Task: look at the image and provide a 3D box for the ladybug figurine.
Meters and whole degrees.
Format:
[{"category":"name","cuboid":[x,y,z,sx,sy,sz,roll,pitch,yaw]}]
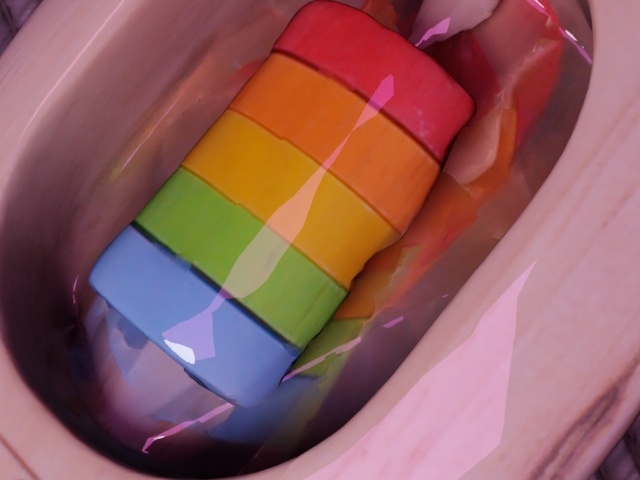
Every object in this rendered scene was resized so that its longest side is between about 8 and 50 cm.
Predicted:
[{"category":"ladybug figurine","cuboid":[0.000,0.000,0.535,0.305,0.162,0.449,41,88,26]}]
